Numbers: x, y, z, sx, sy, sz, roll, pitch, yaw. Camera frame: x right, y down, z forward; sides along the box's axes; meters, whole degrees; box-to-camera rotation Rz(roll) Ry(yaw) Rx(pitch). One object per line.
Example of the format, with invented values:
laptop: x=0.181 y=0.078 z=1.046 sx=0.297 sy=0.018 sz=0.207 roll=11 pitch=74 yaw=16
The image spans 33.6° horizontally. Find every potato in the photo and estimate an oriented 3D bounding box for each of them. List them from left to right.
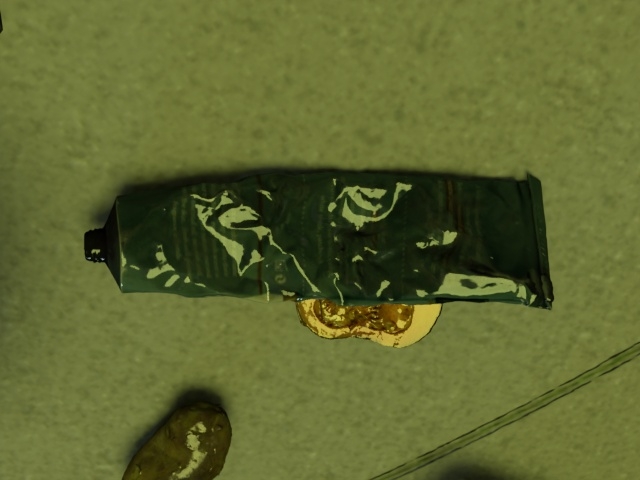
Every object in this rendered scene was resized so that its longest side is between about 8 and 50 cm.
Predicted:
potato: x=-0.085 y=0.135 z=0.647 sx=0.046 sy=0.045 sz=0.092 roll=45 pitch=110 yaw=9

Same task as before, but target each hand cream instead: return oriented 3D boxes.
hand cream: x=0.000 y=0.000 z=0.559 sx=0.247 sy=0.052 sz=0.075 roll=-1 pitch=86 yaw=-1

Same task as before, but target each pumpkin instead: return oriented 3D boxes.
pumpkin: x=0.027 y=0.031 z=0.603 sx=0.083 sy=0.028 sz=0.050 roll=6 pitch=106 yaw=-2

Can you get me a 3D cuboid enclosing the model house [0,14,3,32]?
model house: x=-0.235 y=-0.241 z=0.272 sx=0.316 sy=0.297 sz=0.283 roll=7 pitch=78 yaw=-6
